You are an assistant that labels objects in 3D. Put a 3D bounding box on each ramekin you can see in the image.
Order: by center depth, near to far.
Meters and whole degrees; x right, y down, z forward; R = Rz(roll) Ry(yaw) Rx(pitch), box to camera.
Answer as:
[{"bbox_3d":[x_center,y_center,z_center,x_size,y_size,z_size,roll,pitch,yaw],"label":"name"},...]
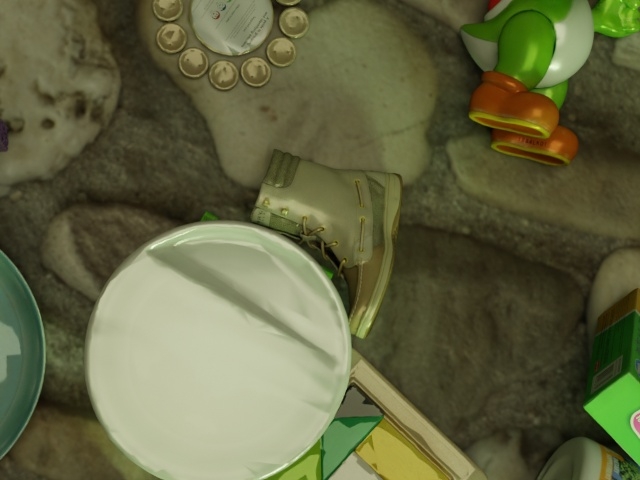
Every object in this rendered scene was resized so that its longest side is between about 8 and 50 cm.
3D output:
[{"bbox_3d":[-0.109,0.118,1.215,0.272,0.127,0.273,1,84,-9],"label":"ramekin"}]

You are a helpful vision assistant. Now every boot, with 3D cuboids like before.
[{"bbox_3d":[0.000,0.000,1.287,0.165,0.077,0.213,13,58,-6],"label":"boot"}]

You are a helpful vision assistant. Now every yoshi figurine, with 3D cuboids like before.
[{"bbox_3d":[0.307,-0.273,1.325,0.203,0.203,0.362,21,81,-21],"label":"yoshi figurine"}]

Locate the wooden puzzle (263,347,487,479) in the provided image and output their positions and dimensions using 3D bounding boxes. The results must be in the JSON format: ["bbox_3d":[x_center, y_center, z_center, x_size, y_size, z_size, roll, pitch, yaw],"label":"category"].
[{"bbox_3d":[0.041,0.275,1.313,0.238,0.044,0.221,44,82,-2],"label":"wooden puzzle"}]

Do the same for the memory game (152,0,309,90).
[{"bbox_3d":[-0.104,-0.265,1.352,0.186,0.012,0.186,1,85,-8],"label":"memory game"}]

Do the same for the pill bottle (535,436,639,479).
[{"bbox_3d":[0.375,0.345,1.294,0.272,0.152,0.152,28,83,-4],"label":"pill bottle"}]

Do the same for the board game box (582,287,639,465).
[{"bbox_3d":[0.427,0.224,1.270,0.316,0.242,0.064,46,115,-3],"label":"board game box"}]

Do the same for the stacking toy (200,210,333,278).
[{"bbox_3d":[-0.107,0.096,1.308,0.167,0.052,0.221,28,81,-6],"label":"stacking toy"}]

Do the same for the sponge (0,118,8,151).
[{"bbox_3d":[-0.451,-0.118,1.245,0.210,0.117,0.031,-1,85,-7],"label":"sponge"}]

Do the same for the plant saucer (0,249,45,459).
[{"bbox_3d":[-0.460,0.127,1.263,0.317,0.044,0.318,1,85,-7],"label":"plant saucer"}]
